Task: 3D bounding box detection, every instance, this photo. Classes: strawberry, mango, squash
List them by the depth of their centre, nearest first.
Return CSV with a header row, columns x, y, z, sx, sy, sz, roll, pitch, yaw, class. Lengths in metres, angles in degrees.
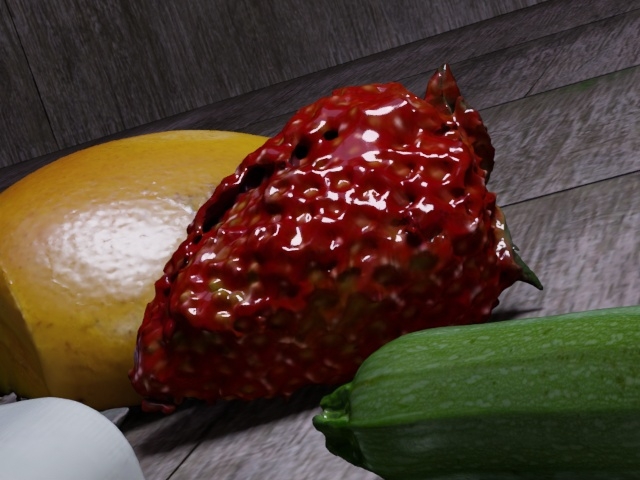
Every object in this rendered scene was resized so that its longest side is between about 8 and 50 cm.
x,y,z,sx,sy,sz,roll,pitch,yaw,class
0.089,0.063,0.636,0.219,0.068,0.077,-10,18,41,squash
-0.011,-0.008,0.888,0.228,0.098,0.174,-19,52,-7,strawberry
-0.087,0.006,1.018,0.257,0.138,0.187,-26,33,-28,mango

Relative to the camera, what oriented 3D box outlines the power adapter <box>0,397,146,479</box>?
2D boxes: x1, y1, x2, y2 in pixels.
x,y,z,sx,sy,sz,roll,pitch,yaw,class
-0.106,0.122,0.505,0.125,0.130,0.205,-14,13,27,power adapter
